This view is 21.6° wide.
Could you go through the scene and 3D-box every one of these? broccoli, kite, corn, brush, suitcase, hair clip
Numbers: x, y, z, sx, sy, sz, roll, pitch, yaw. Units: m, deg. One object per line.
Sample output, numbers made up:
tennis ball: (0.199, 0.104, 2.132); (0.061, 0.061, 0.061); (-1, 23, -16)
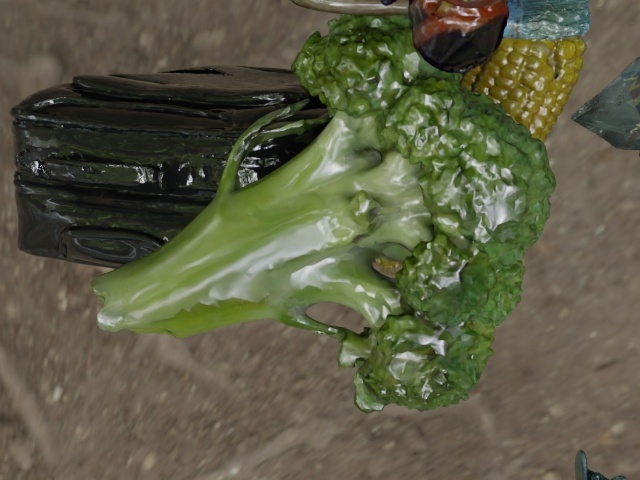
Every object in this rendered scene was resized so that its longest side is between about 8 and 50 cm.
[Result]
broccoli: (0.032, 0.001, 1.216); (0.254, 0.186, 0.302); (42, 104, 1)
kite: (0.304, -0.144, 1.250); (0.245, 0.141, 0.015); (-41, 127, -19)
corn: (0.124, -0.079, 1.330); (0.097, 0.097, 0.261); (28, 107, -3)
brush: (0.077, -0.155, 1.095); (0.196, 0.021, 0.070); (4, 37, 3)
suitcase: (-0.074, -0.058, 1.488); (0.339, 0.345, 0.188); (-13, 106, -49)
hair clip: (0.286, 0.354, 1.983); (0.070, 0.039, 0.229); (32, 60, 8)

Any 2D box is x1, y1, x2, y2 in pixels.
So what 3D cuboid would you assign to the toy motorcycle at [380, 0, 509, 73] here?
toy motorcycle: (0.059, -0.233, 1.085); (0.134, 0.401, 0.207); (-13, 113, -11)
